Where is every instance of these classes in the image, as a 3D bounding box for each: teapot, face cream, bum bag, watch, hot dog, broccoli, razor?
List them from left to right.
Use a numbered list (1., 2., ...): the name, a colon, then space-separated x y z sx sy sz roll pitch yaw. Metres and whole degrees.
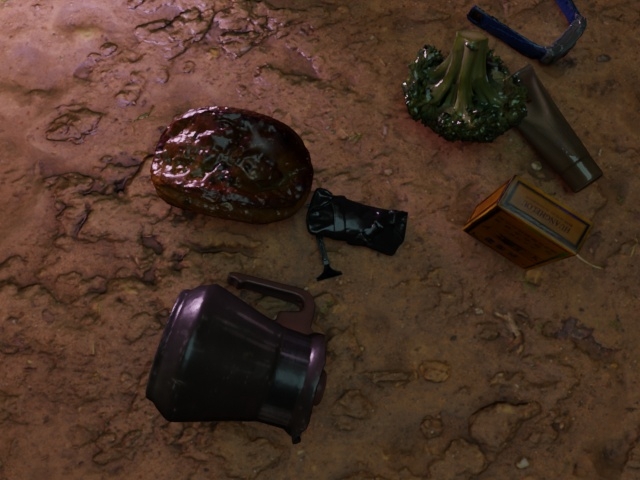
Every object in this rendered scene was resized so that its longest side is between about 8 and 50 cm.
1. hot dog: -0.209 -0.170 1.511 0.387 0.174 0.267 10 79 1
2. teapot: -0.161 0.247 1.414 0.361 0.306 0.376 19 52 -7
3. razor: 0.000 -0.001 1.559 0.066 0.033 0.190 -14 81 -4
4. bum bag: 0.089 -0.046 1.554 0.248 0.060 0.123 12 75 -1
5. broccoli: 0.343 -0.366 1.537 0.287 0.235 0.260 -2 105 -6
6. watch: 0.568 -0.614 1.661 0.274 0.068 0.276 36 82 9
7. face cream: 0.567 -0.277 1.599 0.137 0.084 0.341 -33 76 4

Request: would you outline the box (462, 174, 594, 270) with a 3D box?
1. box: 0.452 -0.030 1.437 0.192 0.301 0.084 34 82 4
